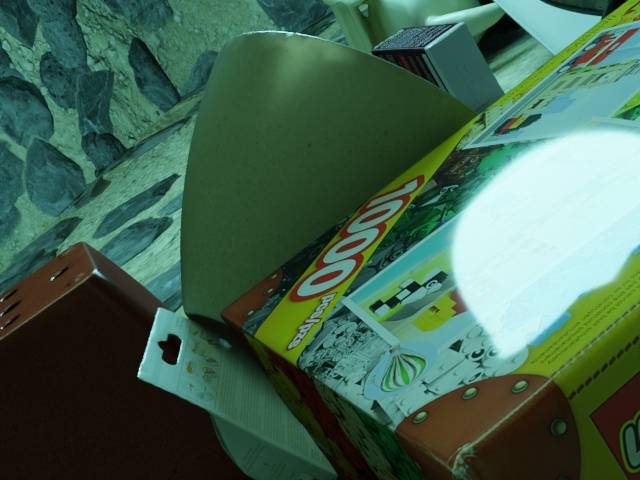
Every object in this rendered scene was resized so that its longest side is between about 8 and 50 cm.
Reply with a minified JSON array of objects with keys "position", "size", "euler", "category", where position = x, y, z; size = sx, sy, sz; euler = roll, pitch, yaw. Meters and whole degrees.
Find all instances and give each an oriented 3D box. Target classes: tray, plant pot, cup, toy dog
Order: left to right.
[{"position":[-0.231,0.154,0.978],"size":[0.267,0.236,0.267],"euler":[-36,17,-9],"category":"plant pot"},{"position":[0.000,0.000,0.936],"size":[0.331,0.331,0.237],"euler":[1,61,61],"category":"cup"},{"position":[0.242,-0.481,1.789],"size":[0.408,0.284,0.395],"euler":[-38,18,-21],"category":"toy dog"},{"position":[0.335,-0.361,1.474],"size":[0.145,0.030,0.270],"euler":[-35,59,-4],"category":"tray"}]

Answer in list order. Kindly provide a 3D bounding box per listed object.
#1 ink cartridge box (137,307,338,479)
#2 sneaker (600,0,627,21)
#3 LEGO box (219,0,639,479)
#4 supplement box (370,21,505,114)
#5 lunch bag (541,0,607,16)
[{"position":[-0.072,0.137,0.848],"size":[0.045,0.179,0.145],"euler":[-61,11,16],"category":"ink cartridge box"},{"position":[0.374,-0.208,0.970],"size":[0.315,0.182,0.127],"euler":[-27,20,21],"category":"sneaker"},{"position":[0.227,0.000,0.651],"size":[0.500,0.193,0.372],"euler":[-38,17,-14],"category":"LEGO box"},{"position":[0.175,-0.258,1.547],"size":[0.073,0.130,0.239],"euler":[-37,19,-9],"category":"supplement box"},{"position":[0.407,-0.426,1.344],"size":[0.256,0.212,0.305],"euler":[0,34,25],"category":"lunch bag"}]
